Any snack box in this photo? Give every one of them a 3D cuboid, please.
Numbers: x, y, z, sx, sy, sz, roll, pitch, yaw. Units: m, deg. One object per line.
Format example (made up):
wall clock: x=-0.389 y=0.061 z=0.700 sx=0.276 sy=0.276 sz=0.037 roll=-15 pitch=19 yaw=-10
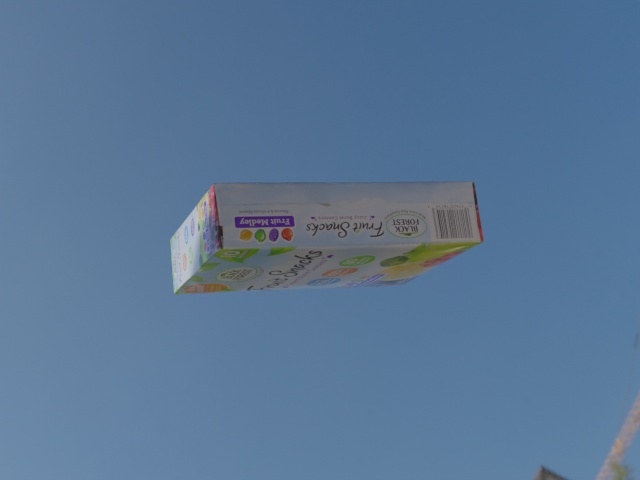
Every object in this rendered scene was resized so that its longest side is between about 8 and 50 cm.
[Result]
snack box: x=0.000 y=0.000 z=0.493 sx=0.141 sy=0.037 sz=0.100 roll=-1 pitch=-16 yaw=-22
